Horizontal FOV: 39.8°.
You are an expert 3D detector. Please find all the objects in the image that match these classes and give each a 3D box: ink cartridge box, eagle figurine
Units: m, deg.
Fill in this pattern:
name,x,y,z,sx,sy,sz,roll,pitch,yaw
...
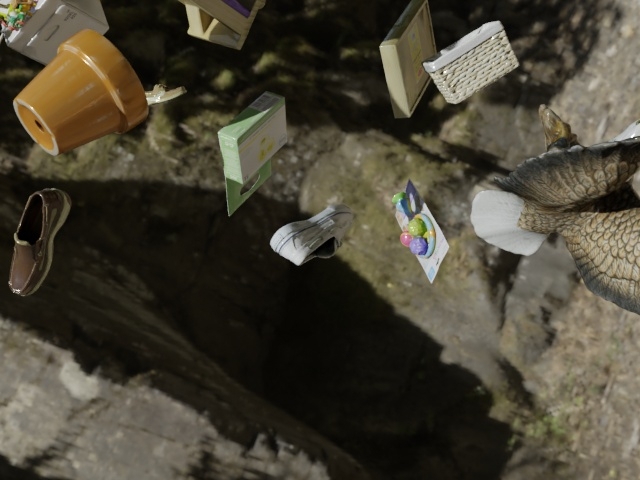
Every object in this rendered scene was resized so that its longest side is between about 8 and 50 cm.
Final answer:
name,x,y,z,sx,sy,sz,roll,pitch,yaw
ink cartridge box,-0.137,-0.175,1.874,0.171,0.056,0.235,-48,-30,-36
eagle figurine,0.287,-0.043,0.894,0.298,0.227,0.225,-92,3,-65
ink cartridge box,-0.625,-0.541,2.043,0.171,0.168,0.232,-40,54,23

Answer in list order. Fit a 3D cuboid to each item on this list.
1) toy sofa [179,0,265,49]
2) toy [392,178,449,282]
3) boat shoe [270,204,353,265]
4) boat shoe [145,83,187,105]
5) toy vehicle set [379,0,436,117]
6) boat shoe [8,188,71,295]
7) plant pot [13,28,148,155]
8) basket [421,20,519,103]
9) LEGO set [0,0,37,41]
name,x,y,z,sx,sy,sz,roll,pitch,yaw
toy sofa,-0.263,-0.502,1.588,0.363,0.150,0.177,24,-90,-54
toy,0.230,-0.024,2.187,0.136,0.056,0.237,107,151,-45
boat shoe,0.000,0.000,1.578,0.226,0.076,0.083,-24,-24,-50
boat shoe,-0.395,-0.360,2.163,0.050,0.136,0.045,-71,-34,-74
toy vehicle set,0.197,-0.399,1.917,0.266,0.035,0.165,-60,-38,-49
boat shoe,-0.645,0.002,1.954,0.095,0.095,0.257,2,-70,-68
plant pot,-0.464,-0.264,1.673,0.188,0.205,0.205,-41,-8,-25
basket,0.308,-0.362,1.812,0.167,0.103,0.113,-31,12,3
LEGO set,-0.683,-0.461,1.855,0.132,0.287,0.107,35,-107,-56
